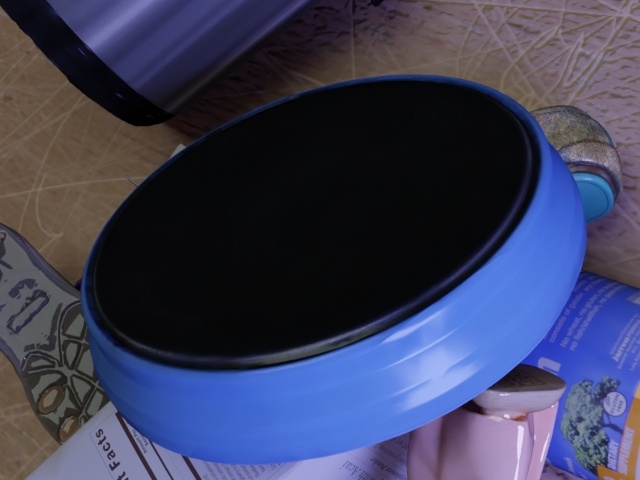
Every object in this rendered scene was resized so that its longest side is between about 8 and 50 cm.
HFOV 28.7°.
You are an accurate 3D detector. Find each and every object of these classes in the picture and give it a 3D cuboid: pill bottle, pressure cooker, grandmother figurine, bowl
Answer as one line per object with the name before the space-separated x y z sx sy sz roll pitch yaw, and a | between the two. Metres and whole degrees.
pill bottle | 0.174 0.092 0.981 0.272 0.152 0.152 20 78 34
pressure cooker | -0.131 -0.371 1.239 0.420 0.370 0.375 -37 45 7
grandmother figurine | 0.101 0.252 0.902 0.208 0.104 0.342 -146 60 -60
bowl | 0.000 0.000 0.946 0.391 0.077 0.391 -15 34 11

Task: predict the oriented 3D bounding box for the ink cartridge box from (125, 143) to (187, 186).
ink cartridge box | -0.094 -0.029 1.215 0.181 0.104 0.061 32 84 35

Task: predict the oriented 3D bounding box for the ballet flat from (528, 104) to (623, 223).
ballet flat | 0.092 -0.032 1.115 0.349 0.123 0.123 -18 60 17

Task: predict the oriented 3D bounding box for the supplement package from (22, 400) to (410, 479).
supplement package | -0.073 0.199 1.049 0.293 0.177 0.175 -43 53 5

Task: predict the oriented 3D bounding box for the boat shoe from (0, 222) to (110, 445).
boat shoe | -0.244 0.109 1.226 0.123 0.116 0.324 -40 74 -6

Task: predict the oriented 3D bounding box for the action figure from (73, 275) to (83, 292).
action figure | -0.259 0.071 1.304 0.115 0.030 0.038 -43 58 8
